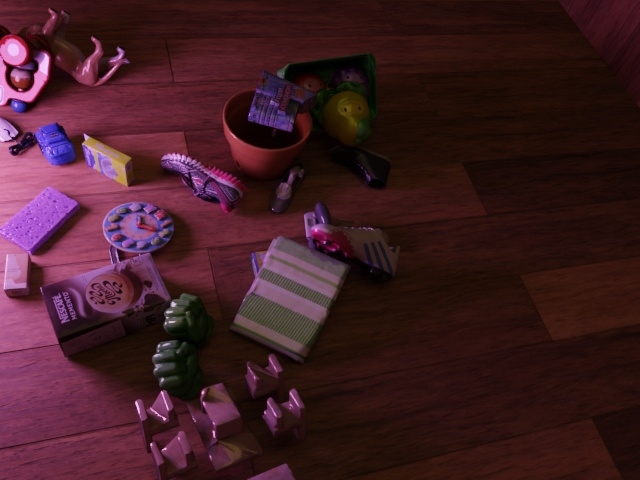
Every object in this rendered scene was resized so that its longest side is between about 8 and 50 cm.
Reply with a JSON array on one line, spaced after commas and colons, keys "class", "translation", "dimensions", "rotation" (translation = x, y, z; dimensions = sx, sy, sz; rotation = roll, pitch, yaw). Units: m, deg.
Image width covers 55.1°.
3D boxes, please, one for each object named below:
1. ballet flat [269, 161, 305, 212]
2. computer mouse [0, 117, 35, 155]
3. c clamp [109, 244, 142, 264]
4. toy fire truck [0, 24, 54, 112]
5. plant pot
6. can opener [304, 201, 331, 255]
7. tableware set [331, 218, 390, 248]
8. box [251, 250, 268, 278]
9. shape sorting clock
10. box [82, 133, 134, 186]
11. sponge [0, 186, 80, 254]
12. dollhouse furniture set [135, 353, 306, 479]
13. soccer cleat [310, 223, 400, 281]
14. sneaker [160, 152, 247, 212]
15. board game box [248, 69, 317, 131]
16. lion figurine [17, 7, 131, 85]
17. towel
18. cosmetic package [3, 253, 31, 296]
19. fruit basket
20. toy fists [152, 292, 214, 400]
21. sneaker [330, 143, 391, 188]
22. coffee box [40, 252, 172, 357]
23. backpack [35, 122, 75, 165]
[{"class": "ballet flat", "translation": [-0.111, -0.184, 2.047], "dimensions": [0.072, 0.068, 0.213], "rotation": [24, 54, 5]}, {"class": "computer mouse", "translation": [-1.018, -0.351, 1.970], "dimensions": [0.193, 0.042, 0.106], "rotation": [31, 55, 9]}, {"class": "c clamp", "translation": [-0.552, 0.040, 1.814], "dimensions": [0.137, 0.022, 0.161], "rotation": [-6, 56, -17]}, {"class": "toy fire truck", "translation": [-1.033, -0.561, 2.012], "dimensions": [0.302, 0.254, 0.169], "rotation": [14, 18, -4]}, {"class": "plant pot", "translation": [-0.188, -0.340, 2.056], "dimensions": [0.290, 0.203, 0.291], "rotation": [7, 55, -9]}, {"class": "can opener", "translation": [0.000, 0.000, 1.923], "dimensions": [0.076, 0.095, 0.283], "rotation": [3, 48, -13]}, {"class": "tableware set", "translation": [0.130, -0.005, 1.997], "dimensions": [0.194, 0.039, 0.128], "rotation": [5, 42, -17]}, {"class": "box", "translation": [-0.115, 0.079, 1.876], "dimensions": [0.179, 0.043, 0.105], "rotation": [-6, 57, -19]}, {"class": "shape sorting clock", "translation": [-0.546, -0.043, 1.844], "dimensions": [0.206, 0.040, 0.206], "rotation": [11, 43, -11]}, {"class": "box", "translation": [-0.677, -0.254, 1.939], "dimensions": [0.178, 0.109, 0.042], "rotation": [27, 55, 7]}, {"class": "sponge", "translation": [-0.830, -0.063, 1.817], "dimensions": [0.117, 0.031, 0.210], "rotation": [28, 54, 8]}, {"class": "dollhouse furniture set", "translation": [-0.201, 0.536, 1.468], "dimensions": [0.362, 0.257, 0.394], "rotation": [-16, 39, -23]}, {"class": "soccer cleat", "translation": [0.110, 0.005, 1.867], "dimensions": [0.331, 0.116, 0.143], "rotation": [32, 71, -31]}, {"class": "sneaker", "translation": [-0.388, -0.193, 1.965], "dimensions": [0.299, 0.121, 0.112], "rotation": [24, 84, 14]}, {"class": "board game box", "translation": [-0.117, -0.447, 1.985], "dimensions": [0.194, 0.060, 0.194], "rotation": [13, 53, -3]}, {"class": "lion figurine", "translation": [-0.875, -0.642, 2.137], "dimensions": [0.392, 0.240, 0.142], "rotation": [34, 18, -3]}, {"class": "towel", "translation": [-0.087, 0.165, 1.781], "dimensions": [0.247, 0.038, 0.325], "rotation": [24, 67, 5]}, {"class": "cosmetic package", "translation": [-0.837, 0.095, 1.696], "dimensions": [0.060, 0.041, 0.115], "rotation": [-5, 57, -16]}, {"class": "fruit basket", "translation": [0.054, -0.497, 2.163], "dimensions": [0.391, 0.283, 0.392], "rotation": [-4, 25, 2]}, {"class": "toy fists", "translation": [-0.357, 0.271, 1.605], "dimensions": [0.096, 0.142, 0.279], "rotation": [-12, 50, 25]}, {"class": "sneaker", "translation": [0.139, -0.261, 2.150], "dimensions": [0.222, 0.083, 0.118], "rotation": [13, 54, -5]}, {"class": "coffee box", "translation": [-0.573, 0.171, 1.656], "dimensions": [0.297, 0.119, 0.168], "rotation": [-20, 63, -25]}, {"class": "backpack", "translation": [-0.841, -0.303, 1.943], "dimensions": [0.098, 0.101, 0.120], "rotation": [-26, 68, -20]}]
